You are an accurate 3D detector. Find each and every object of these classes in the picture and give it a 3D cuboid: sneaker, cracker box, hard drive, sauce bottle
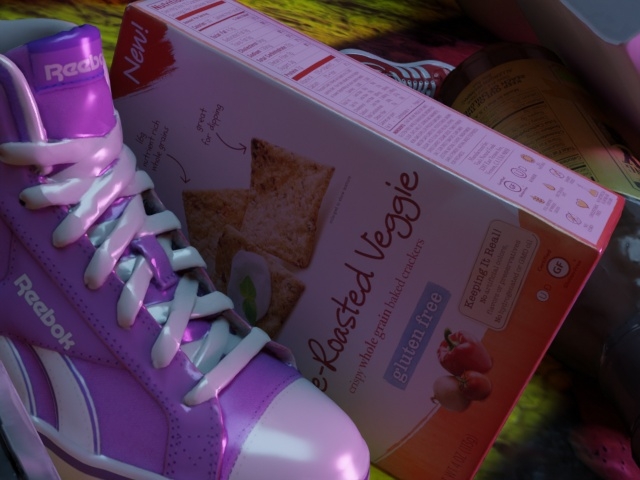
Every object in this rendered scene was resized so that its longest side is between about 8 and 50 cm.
[{"bbox_3d":[0.067,-0.118,0.846,0.118,0.042,0.067,8,28,-8],"label":"sneaker"},{"bbox_3d":[0.000,0.000,0.506,0.232,0.156,0.067,29,32,12],"label":"cracker box"},{"bbox_3d":[0.214,-0.104,0.749,0.307,0.040,0.203,43,12,-46],"label":"hard drive"},{"bbox_3d":[-0.089,0.005,0.439,0.282,0.161,0.102,29,29,9],"label":"sneaker"},{"bbox_3d":[0.163,0.004,0.652,0.111,0.111,0.344,9,37,-21],"label":"sauce bottle"}]

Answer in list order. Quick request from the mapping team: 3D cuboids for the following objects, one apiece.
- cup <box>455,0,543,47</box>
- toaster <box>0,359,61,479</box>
[{"bbox_3d":[0.240,-0.321,1.039,0.331,0.237,0.331,7,66,-16],"label":"cup"},{"bbox_3d":[-0.158,0.103,0.287,0.168,0.110,0.186,-3,38,-37],"label":"toaster"}]
